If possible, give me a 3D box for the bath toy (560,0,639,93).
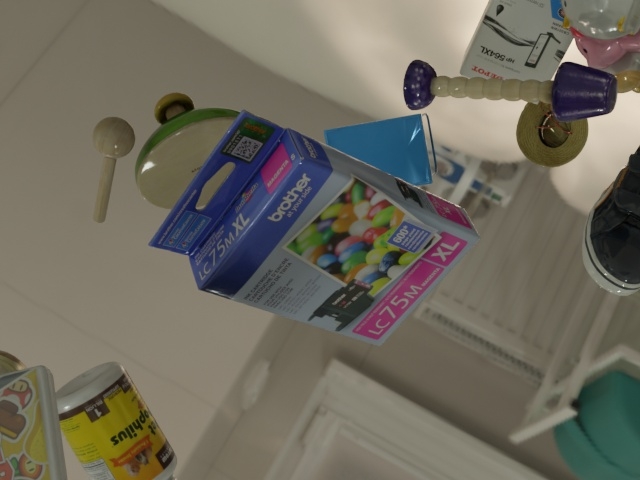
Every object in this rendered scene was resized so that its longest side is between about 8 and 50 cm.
[{"bbox_3d":[0.427,-0.303,1.355,0.129,0.151,0.348,30,-169,30],"label":"bath toy"}]

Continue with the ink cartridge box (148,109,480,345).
[{"bbox_3d":[0.000,0.000,0.986,0.311,0.186,0.065,22,-151,-35],"label":"ink cartridge box"}]

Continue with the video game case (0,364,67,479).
[{"bbox_3d":[-0.274,0.218,0.652,0.206,0.227,0.026,-14,156,-4],"label":"video game case"}]

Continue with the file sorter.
[{"bbox_3d":[0.110,-0.152,1.635,0.170,0.104,0.118,-8,101,18],"label":"file sorter"}]

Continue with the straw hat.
[{"bbox_3d":[0.441,-0.208,1.763,0.144,0.145,0.061,19,-169,26],"label":"straw hat"}]

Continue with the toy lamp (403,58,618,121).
[{"bbox_3d":[0.245,-0.199,1.233,0.274,0.080,0.080,10,149,30],"label":"toy lamp"}]

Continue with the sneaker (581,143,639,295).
[{"bbox_3d":[0.486,-0.064,1.394,0.126,0.321,0.127,32,143,4],"label":"sneaker"}]

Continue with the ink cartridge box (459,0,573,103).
[{"bbox_3d":[0.336,-0.345,1.550,0.148,0.086,0.203,21,130,0],"label":"ink cartridge box"}]

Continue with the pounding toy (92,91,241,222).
[{"bbox_3d":[-0.199,-0.134,1.265,0.110,0.236,0.183,63,151,28],"label":"pounding toy"}]

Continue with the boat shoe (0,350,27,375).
[{"bbox_3d":[-0.259,0.245,0.784,0.098,0.109,0.303,-117,16,-80],"label":"boat shoe"}]

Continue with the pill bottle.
[{"bbox_3d":[-0.279,0.286,1.317,0.117,0.117,0.215,-10,111,56],"label":"pill bottle"}]
